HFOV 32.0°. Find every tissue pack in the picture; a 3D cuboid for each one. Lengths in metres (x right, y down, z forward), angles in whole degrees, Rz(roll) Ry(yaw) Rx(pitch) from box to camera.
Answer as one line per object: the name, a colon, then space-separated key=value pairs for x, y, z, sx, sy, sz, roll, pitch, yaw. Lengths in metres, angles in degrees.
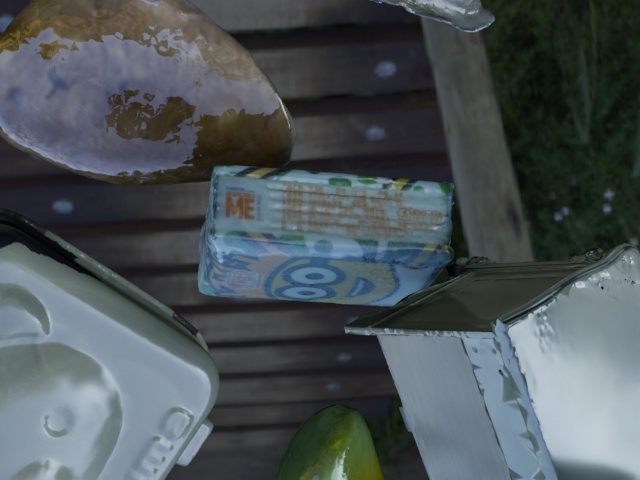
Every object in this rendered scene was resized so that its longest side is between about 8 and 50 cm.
tissue pack: x=0.000 y=0.000 z=1.472 sx=0.311 sy=0.128 sz=0.228 roll=4 pitch=158 yaw=-9

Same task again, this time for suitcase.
suitcase: x=-0.290 y=0.151 z=0.877 sx=0.339 sy=0.351 sz=0.194 roll=37 pitch=173 yaw=-26

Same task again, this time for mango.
mango: x=0.012 y=0.244 z=1.004 sx=0.092 sy=0.194 sz=0.130 roll=10 pitch=-172 yaw=42

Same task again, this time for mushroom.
mushroom: x=-0.244 y=-0.184 z=1.538 sx=0.397 sy=0.313 sz=0.224 roll=39 pitch=170 yaw=7

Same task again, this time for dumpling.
dumpling: x=0.106 y=-0.409 z=1.609 sx=0.332 sy=0.166 sz=0.086 roll=35 pitch=124 yaw=7

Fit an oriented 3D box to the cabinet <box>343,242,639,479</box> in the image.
cabinet: x=0.237 y=0.179 z=1.345 sx=0.227 sy=0.290 sz=0.318 roll=-27 pitch=-170 yaw=-30
